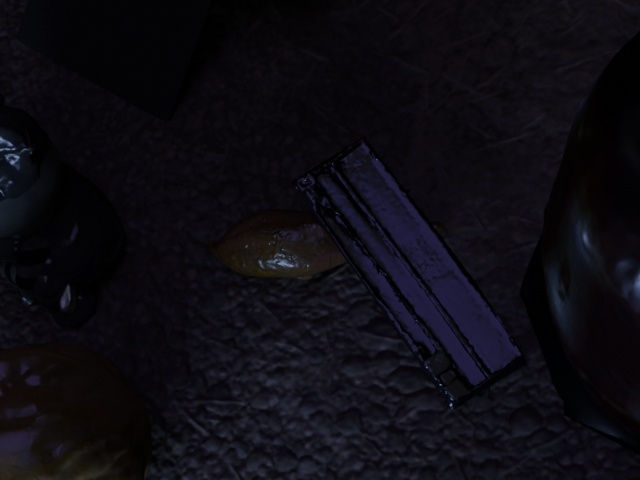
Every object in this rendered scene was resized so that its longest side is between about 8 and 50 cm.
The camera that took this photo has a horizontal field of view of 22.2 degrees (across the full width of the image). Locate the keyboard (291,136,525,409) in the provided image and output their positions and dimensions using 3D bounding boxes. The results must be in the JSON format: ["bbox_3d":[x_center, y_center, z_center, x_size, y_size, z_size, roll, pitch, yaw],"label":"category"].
[{"bbox_3d":[0.078,0.024,1.416,0.087,0.017,0.250,-32,73,-13],"label":"keyboard"}]

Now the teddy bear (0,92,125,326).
[{"bbox_3d":[-0.295,-0.048,1.490,0.144,0.251,0.171,-35,48,0],"label":"teddy bear"}]

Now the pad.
[{"bbox_3d":[-0.206,-0.222,1.613,0.211,0.003,0.143,30,108,25],"label":"pad"}]

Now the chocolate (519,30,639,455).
[{"bbox_3d":[0.319,-0.019,1.216,0.383,0.331,0.384,-7,68,17],"label":"chocolate"}]

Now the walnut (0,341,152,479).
[{"bbox_3d":[-0.246,0.178,1.397,0.213,0.213,0.213,-7,67,15],"label":"walnut"}]

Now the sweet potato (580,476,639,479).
[{"bbox_3d":[0.179,0.281,1.282,0.077,0.077,0.244,36,91,27],"label":"sweet potato"}]

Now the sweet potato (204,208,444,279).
[{"bbox_3d":[-0.003,0.002,1.458,0.226,0.068,0.068,-6,67,13],"label":"sweet potato"}]
